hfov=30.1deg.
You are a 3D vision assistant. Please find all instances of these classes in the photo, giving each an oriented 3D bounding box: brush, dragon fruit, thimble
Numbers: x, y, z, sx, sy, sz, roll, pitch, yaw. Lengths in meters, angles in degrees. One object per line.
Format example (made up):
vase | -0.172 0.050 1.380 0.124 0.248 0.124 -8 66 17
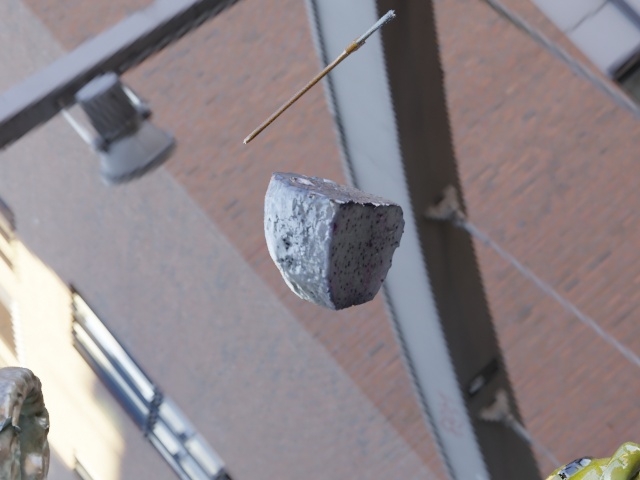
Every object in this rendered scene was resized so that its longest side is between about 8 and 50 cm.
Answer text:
brush | -0.007 -0.251 1.856 0.314 0.017 0.090 -40 3 17
dragon fruit | 0.000 0.000 2.209 0.283 0.204 0.221 -2 -75 -58
thimble | -0.380 0.243 1.306 0.148 0.195 0.229 -3 13 -1

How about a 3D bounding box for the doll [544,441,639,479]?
doll | 0.271 0.365 1.150 0.348 0.161 0.423 1 -69 -56
